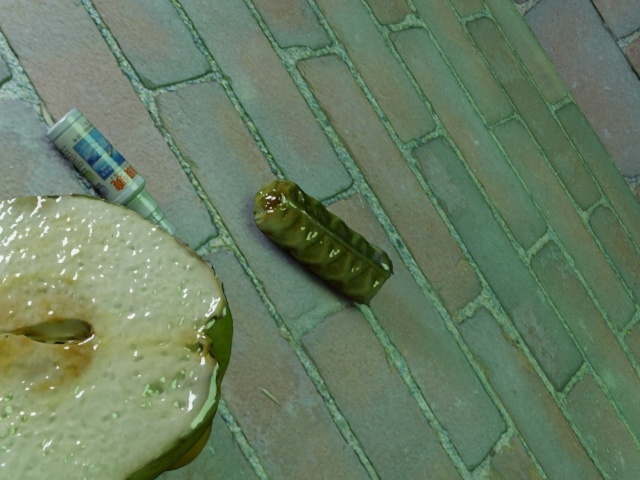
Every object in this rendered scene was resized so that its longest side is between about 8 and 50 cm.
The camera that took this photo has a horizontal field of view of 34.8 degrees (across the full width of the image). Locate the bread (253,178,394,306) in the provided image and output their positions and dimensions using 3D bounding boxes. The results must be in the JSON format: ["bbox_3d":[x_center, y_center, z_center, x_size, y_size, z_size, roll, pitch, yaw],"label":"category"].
[{"bbox_3d":[0.001,-0.001,1.646,0.269,0.098,0.087,37,-2,-26],"label":"bread"}]

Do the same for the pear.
[{"bbox_3d":[-0.288,0.135,1.055,0.386,0.191,0.340,6,59,-2],"label":"pear"}]

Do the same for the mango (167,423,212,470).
[{"bbox_3d":[-0.224,0.165,1.232,0.157,0.109,0.262,3,42,-41],"label":"mango"}]

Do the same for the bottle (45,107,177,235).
[{"bbox_3d":[-0.281,-0.084,1.402,0.217,0.060,0.060,49,36,-13],"label":"bottle"}]
